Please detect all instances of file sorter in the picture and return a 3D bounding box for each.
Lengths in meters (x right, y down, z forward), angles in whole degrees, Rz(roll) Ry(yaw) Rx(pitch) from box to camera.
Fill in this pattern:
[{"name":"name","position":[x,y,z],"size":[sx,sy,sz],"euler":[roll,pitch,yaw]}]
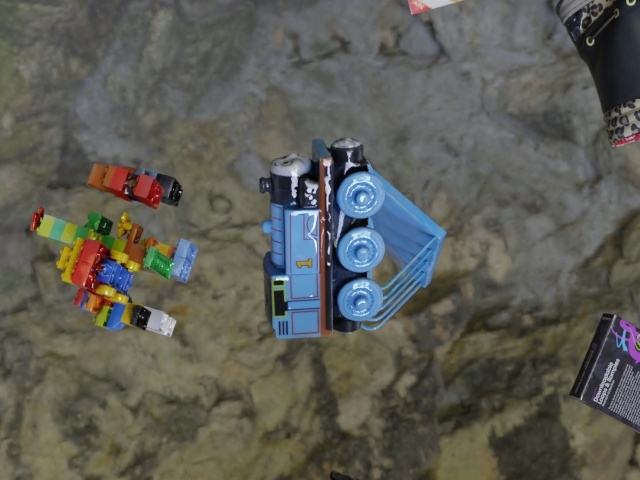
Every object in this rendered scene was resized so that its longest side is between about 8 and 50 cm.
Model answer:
[{"name":"file sorter","position":[0.058,0.017,1.124],"size":[0.104,0.118,0.170],"euler":[-45,165,-15]}]

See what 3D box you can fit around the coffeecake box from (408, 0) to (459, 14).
[{"name":"coffeecake box","position":[0.202,-0.421,1.408],"size":[0.185,0.142,0.068],"euler":[-14,-160,11]}]

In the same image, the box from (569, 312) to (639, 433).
[{"name":"box","position":[0.399,0.177,1.242],"size":[0.162,0.116,0.029],"euler":[29,170,-22]}]

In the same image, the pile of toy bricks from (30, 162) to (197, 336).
[{"name":"pile of toy bricks","position":[-0.169,0.004,0.754],"size":[0.105,0.118,0.212],"euler":[16,168,7]}]

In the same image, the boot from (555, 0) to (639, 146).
[{"name":"boot","position":[0.368,-0.214,1.011],"size":[0.085,0.179,0.236],"euler":[-6,168,-44]}]

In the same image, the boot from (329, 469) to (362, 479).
[{"name":"boot","position":[0.120,0.345,1.130],"size":[0.222,0.118,0.338],"euler":[28,158,-10]}]

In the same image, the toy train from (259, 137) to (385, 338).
[{"name":"toy train","position":[0.000,0.000,0.870],"size":[0.105,0.184,0.080],"euler":[-4,-158,-8]}]
